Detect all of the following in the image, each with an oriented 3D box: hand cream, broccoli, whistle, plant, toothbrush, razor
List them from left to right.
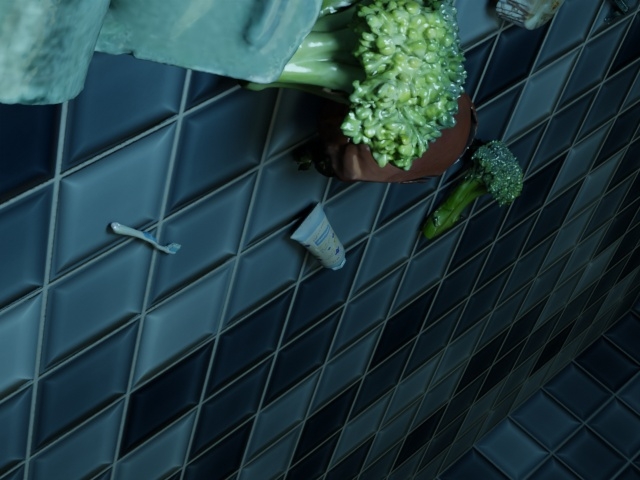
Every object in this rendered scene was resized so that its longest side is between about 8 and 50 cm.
[{"bbox_3d":[-0.180,-0.205,0.938,0.405,0.188,0.168,-6,124,-52],"label":"whistle"},{"bbox_3d":[-0.201,-0.001,1.527,0.017,0.014,0.162,-39,161,11],"label":"toothbrush"},{"bbox_3d":[0.000,0.000,1.888,0.065,0.043,0.171,-53,155,-7],"label":"hand cream"},{"bbox_3d":[0.007,-0.106,1.715,0.102,0.051,0.051,-1,128,-55],"label":"plant"},{"bbox_3d":[0.028,-0.191,1.441,0.243,0.263,0.247,-4,171,-24],"label":"broccoli"},{"bbox_3d":[0.242,-0.077,2.189,0.118,0.122,0.204,9,135,-49],"label":"broccoli"},{"bbox_3d":[0.478,-0.399,2.175,0.066,0.033,0.190,-53,158,8],"label":"razor"}]

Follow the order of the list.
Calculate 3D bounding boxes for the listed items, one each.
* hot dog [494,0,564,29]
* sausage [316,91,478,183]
[{"bbox_3d":[0.322,-0.405,1.802,0.144,0.075,0.268,-6,136,-55],"label":"hot dog"},{"bbox_3d":[0.098,-0.144,1.683,0.279,0.152,0.152,-13,138,-57],"label":"sausage"}]
